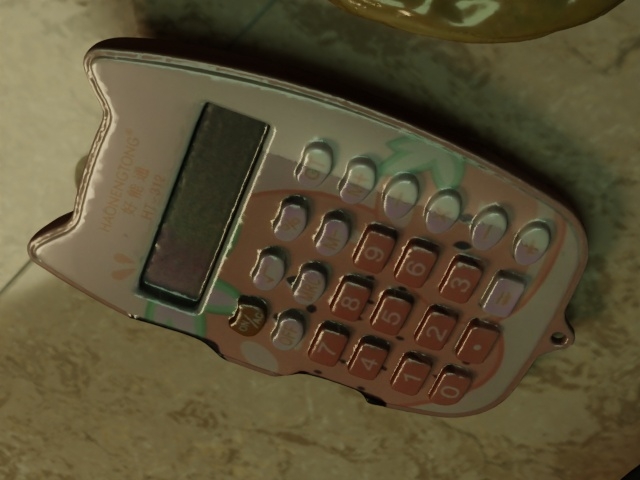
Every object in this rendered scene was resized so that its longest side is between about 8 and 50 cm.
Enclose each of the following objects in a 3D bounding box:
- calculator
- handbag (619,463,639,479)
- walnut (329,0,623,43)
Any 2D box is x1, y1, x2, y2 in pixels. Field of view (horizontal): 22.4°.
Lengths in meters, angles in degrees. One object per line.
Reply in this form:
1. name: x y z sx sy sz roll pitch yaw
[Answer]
1. calculator: 0.000 0.000 0.970 0.329 0.048 0.220 22 127 -4
2. handbag: 0.310 0.224 0.992 0.342 0.152 0.288 28 117 -10
3. walnut: 0.068 -0.181 0.730 0.213 0.213 0.213 7 127 10
